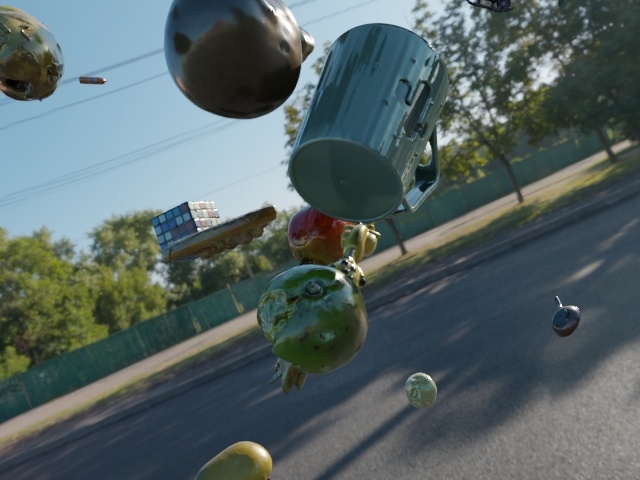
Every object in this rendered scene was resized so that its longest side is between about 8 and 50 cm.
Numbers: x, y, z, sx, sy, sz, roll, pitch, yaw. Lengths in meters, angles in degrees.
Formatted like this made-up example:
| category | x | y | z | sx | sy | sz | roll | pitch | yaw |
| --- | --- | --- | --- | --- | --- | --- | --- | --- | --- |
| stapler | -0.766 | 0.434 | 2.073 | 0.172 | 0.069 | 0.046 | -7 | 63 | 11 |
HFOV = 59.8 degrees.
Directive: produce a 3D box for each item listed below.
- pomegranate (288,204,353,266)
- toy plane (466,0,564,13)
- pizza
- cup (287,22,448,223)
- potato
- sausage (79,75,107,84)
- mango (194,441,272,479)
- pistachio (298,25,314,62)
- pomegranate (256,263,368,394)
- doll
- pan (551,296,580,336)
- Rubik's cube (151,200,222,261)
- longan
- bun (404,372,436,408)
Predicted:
| category | x | y | z | sx | sy | sz | roll | pitch | yaw |
| --- | --- | --- | --- | --- | --- | --- | --- | --- | --- |
| pomegranate | 0.000 | 0.000 | 1.640 | 0.210 | 0.210 | 0.235 | -25 | 42 | 64 |
| toy plane | 0.476 | -0.636 | 1.335 | 0.155 | 0.381 | 0.107 | 104 | 179 | -46 |
| pizza | -0.263 | -0.010 | 1.531 | 0.323 | 0.090 | 0.223 | -22 | 2 | 0 |
| cup | 0.147 | -0.248 | 1.293 | 0.310 | 0.400 | 0.393 | -51 | 15 | 55 |
| potato | -0.569 | -0.354 | 1.061 | 0.140 | 0.173 | 0.300 | -25 | 34 | -14 |
| sausage | -0.910 | -0.640 | 2.228 | 0.107 | 0.031 | 0.031 | 3 | -3 | -5 |
| mango | -0.212 | 0.572 | 1.361 | 0.195 | 0.137 | 0.098 | -10 | -37 | -18 |
| pistachio | -0.091 | -0.535 | 1.502 | 0.113 | 0.149 | 0.113 | -50 | -9 | -11 |
| pomegranate | -0.025 | 0.196 | 1.175 | 0.235 | 0.236 | 0.302 | -23 | -41 | -40 |
| doll | 0.075 | 0.044 | 1.416 | 0.117 | 0.086 | 0.291 | 16 | 39 | 8 |
| pan | 0.495 | 0.149 | 1.148 | 0.068 | 0.023 | 0.115 | -57 | 13 | 27 |
| Rubik's cube | -0.487 | -0.034 | 2.090 | 0.187 | 0.182 | 0.184 | -22 | -7 | 21 |
| longan | -0.189 | -0.416 | 1.207 | 0.318 | 0.319 | 0.319 | -24 | -1 | 0 |
| bun | 0.238 | 0.366 | 1.348 | 0.054 | 0.086 | 0.086 | -4 | -13 | -39 |
